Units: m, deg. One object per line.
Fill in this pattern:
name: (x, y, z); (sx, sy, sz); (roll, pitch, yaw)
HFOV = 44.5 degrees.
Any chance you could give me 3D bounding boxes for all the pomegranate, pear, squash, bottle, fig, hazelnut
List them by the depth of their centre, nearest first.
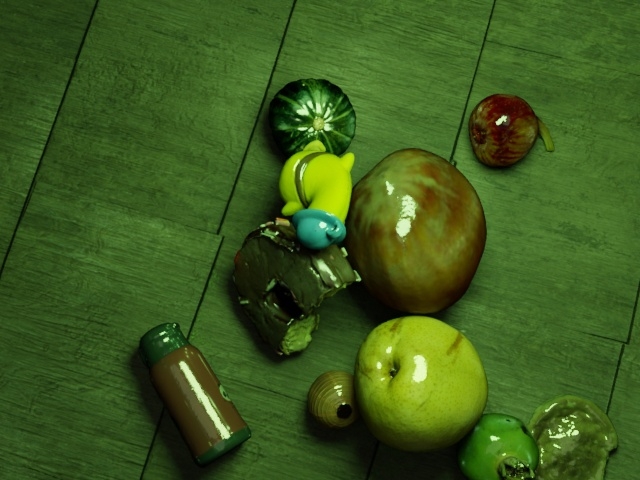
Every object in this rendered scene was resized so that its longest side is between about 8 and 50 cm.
pear: (0.213, 0.311, 1.705); (0.315, 0.314, 0.314); (0, 80, 2)
pomegranate: (0.398, 0.479, 1.717); (0.187, 0.225, 0.186); (0, 94, -4)
hazelnut: (0.204, -0.016, 1.745); (0.366, 0.366, 0.365); (0, 80, 2)
bottle: (-0.301, 0.346, 1.811); (0.144, 0.144, 0.336); (-32, 78, -3)
squash: (-0.022, -0.288, 1.880); (0.218, 0.172, 0.218); (-6, 117, -11)
fig: (0.465, -0.275, 1.885); (0.207, 0.175, 0.175); (-17, 80, -16)

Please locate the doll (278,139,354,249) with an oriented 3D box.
doll: (-0.003, -0.109, 1.672); (0.199, 0.363, 0.145); (-39, 122, 13)

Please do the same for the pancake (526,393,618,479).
pancake: (0.576, 0.477, 1.804); (0.222, 0.042, 0.236); (40, 85, 6)

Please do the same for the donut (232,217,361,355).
donut: (-0.074, 0.088, 1.775); (0.136, 0.345, 0.259); (-25, 66, -40)

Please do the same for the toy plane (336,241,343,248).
toy plane: (0.000, 0.000, 1.900); (0.235, 0.060, 0.096); (2, 94, -2)

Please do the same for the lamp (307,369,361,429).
lamp: (0.037, 0.367, 1.796); (0.137, 0.136, 0.136); (0, 80, 2)
